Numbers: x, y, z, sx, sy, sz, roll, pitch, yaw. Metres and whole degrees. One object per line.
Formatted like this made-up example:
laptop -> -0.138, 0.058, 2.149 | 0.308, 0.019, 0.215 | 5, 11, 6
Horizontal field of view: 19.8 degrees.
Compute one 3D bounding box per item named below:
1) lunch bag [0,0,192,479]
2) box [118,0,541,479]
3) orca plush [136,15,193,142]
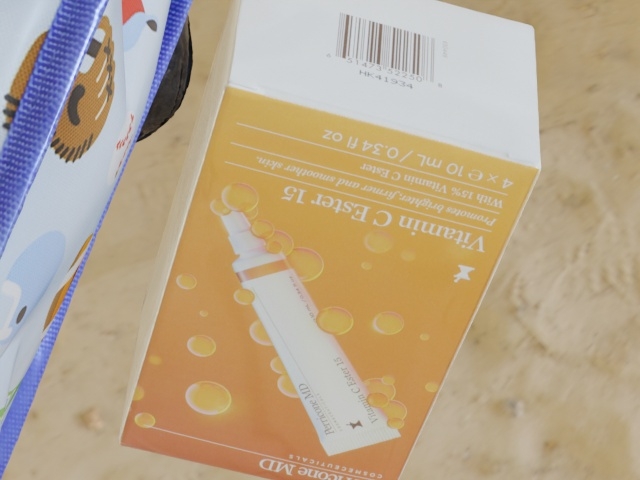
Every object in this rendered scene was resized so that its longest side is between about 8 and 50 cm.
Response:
lunch bag -> -0.219, -0.107, 0.678 | 0.327, 0.239, 0.386 | 23, 84, 1
box -> 0.000, 0.000, 1.321 | 0.215, 0.168, 0.345 | 14, 130, -7
orca plush -> -0.102, -0.200, 0.972 | 0.102, 0.151, 0.287 | -12, 78, 19
